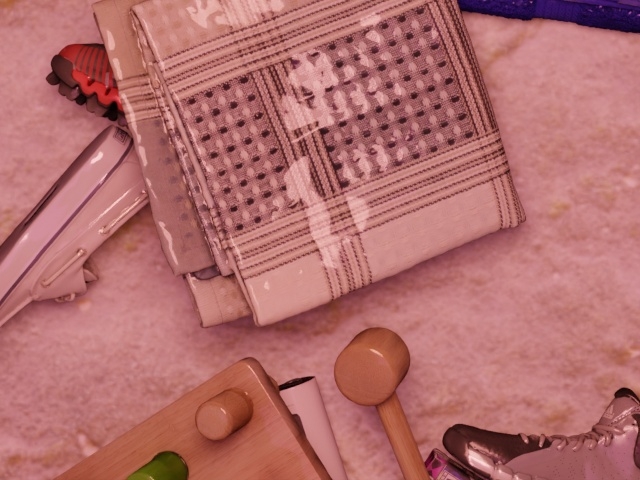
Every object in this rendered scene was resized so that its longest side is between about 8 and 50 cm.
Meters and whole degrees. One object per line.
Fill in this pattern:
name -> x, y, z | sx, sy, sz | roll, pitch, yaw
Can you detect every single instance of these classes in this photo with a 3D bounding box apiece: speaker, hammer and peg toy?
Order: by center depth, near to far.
hammer and peg toy -> -0.050, 0.249, 1.242 | 0.361, 0.127, 0.266 | -32, 86, 20
speaker -> -0.010, 0.199, 1.321 | 0.055, 0.055, 0.136 | -17, 92, 4

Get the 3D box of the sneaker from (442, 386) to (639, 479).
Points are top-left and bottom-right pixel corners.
sneaker -> 0.235, 0.186, 1.298 | 0.229, 0.086, 0.132 | 25, 89, -8

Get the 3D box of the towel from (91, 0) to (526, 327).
towel -> -0.007, -0.106, 1.220 | 0.324, 0.056, 0.312 | -20, 98, -9

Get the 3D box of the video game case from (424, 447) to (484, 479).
video game case -> 0.133, 0.351, 1.325 | 0.210, 0.042, 0.232 | 34, 94, 0

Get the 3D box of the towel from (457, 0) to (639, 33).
towel -> 0.254, -0.308, 1.268 | 0.308, 0.076, 0.227 | 9, 94, 3

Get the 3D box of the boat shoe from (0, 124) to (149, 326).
boat shoe -> -0.249, 0.015, 1.313 | 0.088, 0.096, 0.267 | 40, 93, -17

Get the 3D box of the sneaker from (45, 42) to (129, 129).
sneaker -> -0.111, -0.151, 1.289 | 0.276, 0.097, 0.135 | 16, 94, 1
